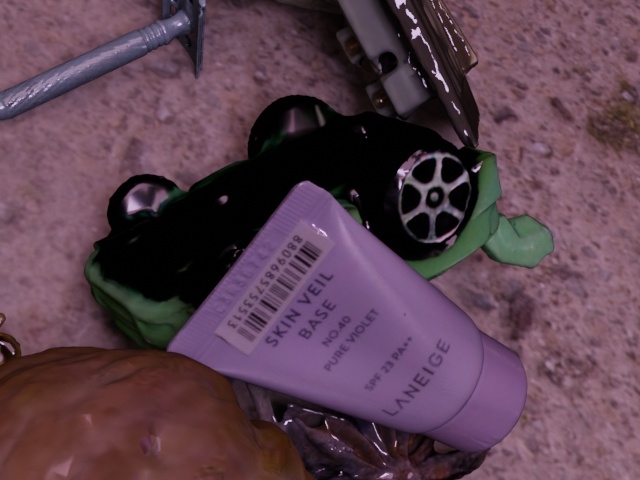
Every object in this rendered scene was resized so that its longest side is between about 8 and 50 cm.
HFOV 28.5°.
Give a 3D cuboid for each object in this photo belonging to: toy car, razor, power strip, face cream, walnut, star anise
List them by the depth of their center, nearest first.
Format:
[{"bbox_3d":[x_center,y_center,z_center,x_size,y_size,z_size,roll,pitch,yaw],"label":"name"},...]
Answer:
[{"bbox_3d":[-0.144,0.242,0.777,0.306,0.306,0.344,30,52,2],"label":"walnut"},{"bbox_3d":[0.035,0.069,0.904,0.274,0.154,0.096,29,18,-37],"label":"face cream"},{"bbox_3d":[0.042,0.187,0.985,0.262,0.081,0.230,30,56,-11],"label":"star anise"},{"bbox_3d":[0.000,0.000,1.024,0.359,0.176,0.213,-30,29,-24],"label":"toy car"},{"bbox_3d":[-0.210,-0.156,1.122,0.232,0.106,0.068,-28,71,-19],"label":"razor"},{"bbox_3d":[0.061,-0.198,1.129,0.257,0.092,0.251,60,19,-7],"label":"power strip"}]

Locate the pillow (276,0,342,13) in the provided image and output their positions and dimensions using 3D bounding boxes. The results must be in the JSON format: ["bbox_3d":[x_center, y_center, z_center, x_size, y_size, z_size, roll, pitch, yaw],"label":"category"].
[{"bbox_3d":[-0.068,-0.343,1.221,0.281,0.076,0.274,2,56,-49],"label":"pillow"}]

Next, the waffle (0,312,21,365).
[{"bbox_3d":[-0.366,0.120,0.912,0.329,0.062,0.329,8,59,-14],"label":"waffle"}]
